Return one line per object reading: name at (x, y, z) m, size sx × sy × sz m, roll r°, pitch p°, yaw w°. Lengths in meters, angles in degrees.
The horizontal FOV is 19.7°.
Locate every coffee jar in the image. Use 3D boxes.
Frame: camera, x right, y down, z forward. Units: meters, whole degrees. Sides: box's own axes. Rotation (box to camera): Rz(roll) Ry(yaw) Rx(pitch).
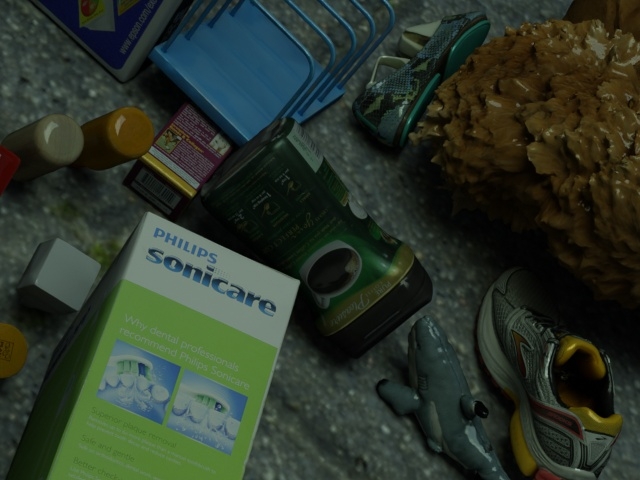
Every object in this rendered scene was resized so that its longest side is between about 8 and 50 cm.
coffee jar at (0.000, 0.000, 1.425) m, size 0.184 × 0.096 × 0.079 m, roll 48°, pitch 14°, yaw -12°

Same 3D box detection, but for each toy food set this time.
toy food set at (-0.225, -0.007, 1.353) m, size 0.111 × 0.104 × 0.232 m, roll 33°, pitch 67°, yaw -23°

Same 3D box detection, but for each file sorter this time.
file sorter at (-0.033, -0.166, 1.502) m, size 0.118 × 0.104 × 0.170 m, roll 44°, pitch 33°, yaw 4°

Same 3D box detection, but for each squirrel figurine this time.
squirrel figurine at (0.286, -0.108, 1.561) m, size 0.397 × 0.281 × 0.370 m, roll 2°, pitch 52°, yaw -34°

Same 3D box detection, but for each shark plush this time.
shark plush at (0.105, 0.140, 1.430) m, size 0.073 × 0.067 × 0.161 m, roll -7°, pitch 64°, yaw -31°

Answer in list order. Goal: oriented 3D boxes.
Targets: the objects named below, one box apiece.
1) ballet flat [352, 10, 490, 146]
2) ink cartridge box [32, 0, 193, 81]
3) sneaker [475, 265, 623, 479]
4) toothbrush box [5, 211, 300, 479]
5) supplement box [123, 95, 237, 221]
ballet flat at (0.086, -0.155, 1.617) m, size 0.070 × 0.070 × 0.188 m, roll 40°, pitch 47°, yaw 0°
ink cartridge box at (-0.193, -0.318, 1.413) m, size 0.307 × 0.303 × 0.072 m, roll 43°, pitch 48°, yaw 2°
sneaker at (0.192, 0.099, 1.471) m, size 0.088 × 0.093 × 0.225 m, roll 12°, pitch 38°, yaw -25°
toothbrush box at (-0.134, 0.159, 1.201) m, size 0.122 × 0.206 × 0.283 m, roll 24°, pitch 51°, yaw -12°
supplement box at (-0.109, -0.065, 1.464) m, size 0.055 × 0.043 × 0.083 m, roll 39°, pitch 51°, yaw -2°
